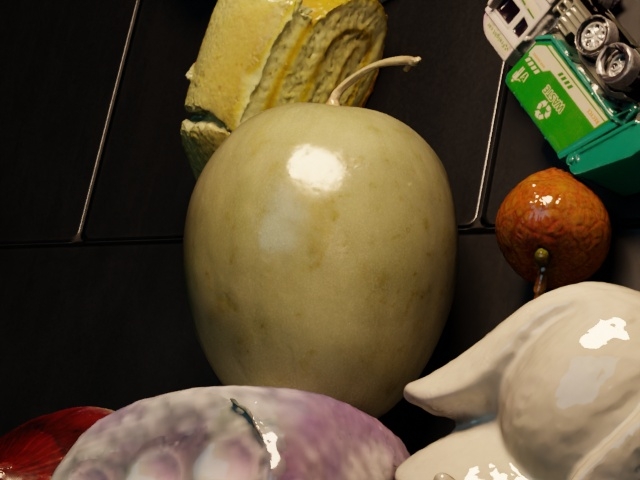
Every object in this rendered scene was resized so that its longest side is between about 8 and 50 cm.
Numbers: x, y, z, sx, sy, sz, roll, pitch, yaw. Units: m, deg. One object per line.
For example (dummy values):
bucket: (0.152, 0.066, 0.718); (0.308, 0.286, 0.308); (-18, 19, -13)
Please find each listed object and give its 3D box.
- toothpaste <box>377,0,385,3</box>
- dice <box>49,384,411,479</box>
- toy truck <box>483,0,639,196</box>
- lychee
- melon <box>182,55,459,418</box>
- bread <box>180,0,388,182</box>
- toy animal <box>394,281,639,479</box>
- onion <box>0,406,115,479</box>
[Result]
toothpaste: (0.043, -0.314, 1.956); (0.046, 0.034, 0.164); (-27, 55, 18)
dice: (-0.065, 0.289, 1.579); (0.270, 0.271, 0.270); (-16, 60, 29)
toy truck: (0.244, -0.151, 1.688); (0.124, 0.114, 0.253); (-49, 48, 20)
lychee: (0.205, 0.003, 1.644); (0.114, 0.101, 0.140); (122, 146, -53)
melon: (0.000, 0.015, 1.682); (0.272, 0.272, 0.308); (-23, 52, 25)
bread: (-0.048, -0.149, 1.842); (0.124, 0.186, 0.257); (23, 90, 36)
toy animal: (0.204, 0.160, 1.500); (0.265, 0.206, 0.271); (-46, 47, 12)
onion: (-0.267, 0.274, 1.780); (0.272, 0.195, 0.272); (-17, 57, 29)
